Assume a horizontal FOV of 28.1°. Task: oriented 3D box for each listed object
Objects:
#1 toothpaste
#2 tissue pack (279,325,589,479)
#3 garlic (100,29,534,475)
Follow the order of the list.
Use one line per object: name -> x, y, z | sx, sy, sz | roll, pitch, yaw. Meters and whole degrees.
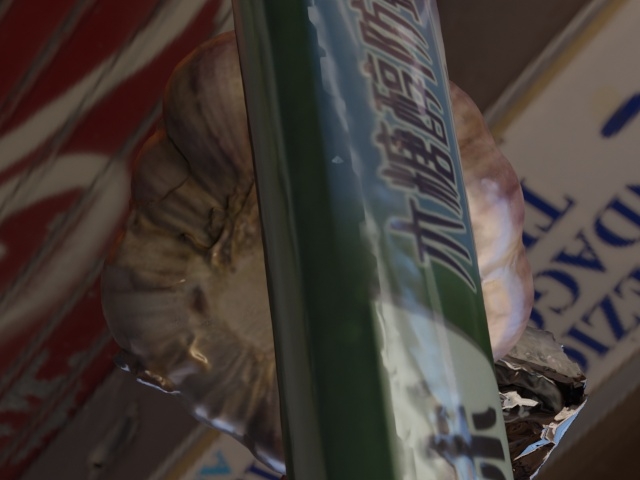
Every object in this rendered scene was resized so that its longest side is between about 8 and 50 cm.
toothpaste -> 0.016, 0.010, 0.370 | 0.061, 0.099, 0.392 | -21, -113, 38
tissue pack -> 0.100, 0.222, 1.343 | 0.332, 0.245, 0.123 | -62, -149, 24
garlic -> 0.000, 0.000, 0.698 | 0.245, 0.245, 0.160 | -48, -177, 22
